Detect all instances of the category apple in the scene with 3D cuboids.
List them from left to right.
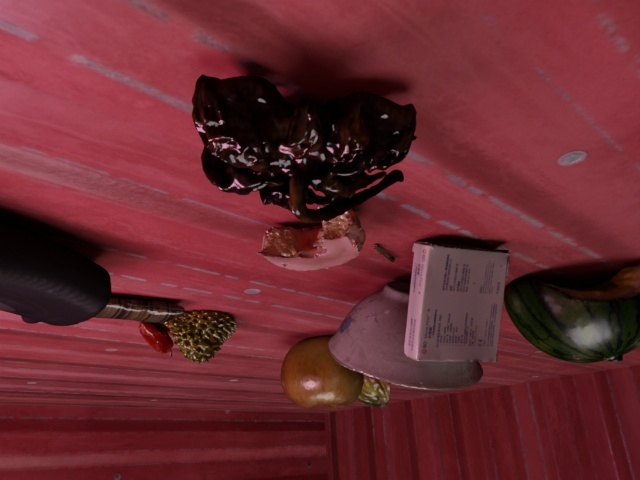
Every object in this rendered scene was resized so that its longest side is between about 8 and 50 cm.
[{"bbox_3d":[0.005,0.380,1.540,0.260,0.194,0.261,-1,159,0],"label":"apple"}]

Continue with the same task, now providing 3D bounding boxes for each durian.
[{"bbox_3d":[-0.264,0.230,1.250,0.118,0.108,0.186,-17,153,31],"label":"durian"}]

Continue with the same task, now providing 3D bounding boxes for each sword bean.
[{"bbox_3d":[0.112,0.023,0.939,0.012,0.012,0.083,-14,154,24],"label":"sword bean"}]

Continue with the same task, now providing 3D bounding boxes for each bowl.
[{"bbox_3d":[0.175,0.164,1.065,0.313,0.146,0.313,6,-171,-1],"label":"bowl"}]

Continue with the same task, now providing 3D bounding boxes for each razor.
[{"bbox_3d":[-0.482,0.042,0.762,0.204,0.114,0.349,-14,157,26],"label":"razor"}]

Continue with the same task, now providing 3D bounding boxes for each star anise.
[{"bbox_3d":[-0.015,-0.086,0.521,0.219,0.126,0.190,-1,154,2],"label":"star anise"}]

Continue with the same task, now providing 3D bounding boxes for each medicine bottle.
[{"bbox_3d":[0.236,0.107,0.922,0.171,0.201,0.052,4,-177,-20],"label":"medicine bottle"}]

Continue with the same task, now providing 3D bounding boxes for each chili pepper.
[{"bbox_3d":[-0.404,0.241,1.328,0.059,0.050,0.191,29,155,24],"label":"chili pepper"}]

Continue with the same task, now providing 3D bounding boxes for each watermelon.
[{"bbox_3d":[0.574,0.174,1.161,0.330,0.190,0.331,2,154,1],"label":"watermelon"}]

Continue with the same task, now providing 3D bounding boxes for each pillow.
[{"bbox_3d":[-0.398,0.144,1.118,0.203,0.038,0.113,11,156,-30],"label":"pillow"}]

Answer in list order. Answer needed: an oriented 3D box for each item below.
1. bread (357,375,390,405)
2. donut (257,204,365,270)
[{"bbox_3d":[0.170,0.531,1.979,0.156,0.158,0.261,0,155,0],"label":"bread"},{"bbox_3d":[0.000,0.000,0.798,0.165,0.065,0.117,-14,153,27],"label":"donut"}]
